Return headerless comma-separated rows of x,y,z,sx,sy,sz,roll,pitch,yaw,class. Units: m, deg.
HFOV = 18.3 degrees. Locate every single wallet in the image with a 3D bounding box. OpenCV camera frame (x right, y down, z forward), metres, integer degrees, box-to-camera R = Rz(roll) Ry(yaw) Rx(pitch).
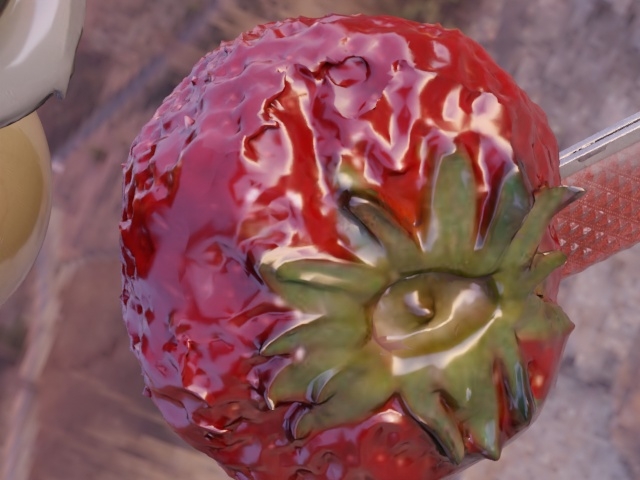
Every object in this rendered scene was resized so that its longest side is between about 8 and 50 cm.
0.160,-0.020,1.209,0.020,0.196,0.103,50,160,43,wallet

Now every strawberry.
0.000,0.000,1.046,0.257,0.257,0.277,-65,24,6,strawberry

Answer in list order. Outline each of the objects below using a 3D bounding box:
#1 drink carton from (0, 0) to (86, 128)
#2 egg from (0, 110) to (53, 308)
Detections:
-0.146,-0.167,0.656,0.185,0.191,0.189,-88,19,-54,drink carton
-0.236,-0.033,1.006,0.242,0.186,0.186,41,-112,-71,egg
